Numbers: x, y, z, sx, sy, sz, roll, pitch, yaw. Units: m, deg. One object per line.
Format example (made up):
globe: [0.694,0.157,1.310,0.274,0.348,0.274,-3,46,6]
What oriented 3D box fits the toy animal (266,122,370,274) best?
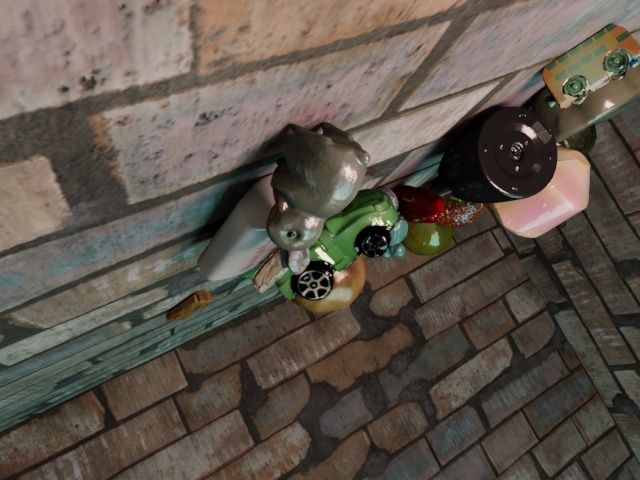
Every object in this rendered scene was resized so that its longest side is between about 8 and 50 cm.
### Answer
toy animal: [-0.021,-0.046,0.681,0.108,0.138,0.236,-6,120,-55]

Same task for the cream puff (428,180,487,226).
cream puff: [0.484,-0.137,1.733,0.240,0.163,0.240,-11,-148,7]

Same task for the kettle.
kettle: [0.427,-0.205,1.208,0.268,0.207,0.290,-40,-175,-13]

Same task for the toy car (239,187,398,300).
toy car: [0.000,0.000,1.110,0.359,0.176,0.213,-37,-164,13]

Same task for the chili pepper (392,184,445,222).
chili pepper: [0.269,-0.099,1.392,0.110,0.110,0.387,-27,-165,-6]

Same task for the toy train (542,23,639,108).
toy train: [0.538,-0.346,0.976,0.188,0.099,0.072,-31,169,28]

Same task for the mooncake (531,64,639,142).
mooncake: [0.657,-0.355,1.196,0.275,0.135,0.275,-30,175,-3]

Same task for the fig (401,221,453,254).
fig: [0.455,-0.061,2.067,0.240,0.239,0.271,-26,160,-10]

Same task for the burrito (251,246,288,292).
burrito: [-0.075,0.032,1.003,0.188,0.058,0.045,-46,162,14]

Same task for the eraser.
eraser: [-0.114,-0.023,0.884,0.174,0.094,0.270,-30,176,-35]

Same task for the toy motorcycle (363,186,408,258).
toy motorcycle: [0.172,-0.029,1.428,0.109,0.198,0.296,-29,175,-30]

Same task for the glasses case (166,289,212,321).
glasses case: [-0.419,0.207,1.529,0.170,0.041,0.065,-32,159,34]

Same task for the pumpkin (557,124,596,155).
pumpkin: [0.690,-0.278,1.482,0.300,0.207,0.300,-29,170,-6]

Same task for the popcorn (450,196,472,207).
popcorn: [0.479,-0.198,1.534,0.198,0.155,0.197,-22,159,-9]

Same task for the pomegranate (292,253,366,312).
pomegranate: [0.014,0.073,1.380,0.229,0.251,0.270,1,159,-30]

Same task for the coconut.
coconut: [0.592,-0.148,1.296,0.245,0.233,0.233,-40,166,36]
